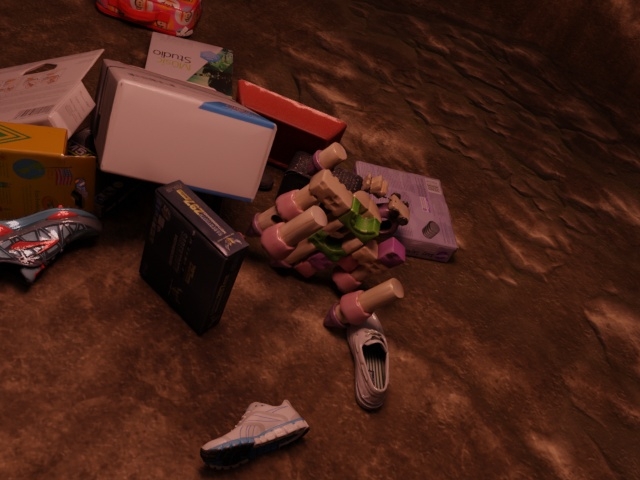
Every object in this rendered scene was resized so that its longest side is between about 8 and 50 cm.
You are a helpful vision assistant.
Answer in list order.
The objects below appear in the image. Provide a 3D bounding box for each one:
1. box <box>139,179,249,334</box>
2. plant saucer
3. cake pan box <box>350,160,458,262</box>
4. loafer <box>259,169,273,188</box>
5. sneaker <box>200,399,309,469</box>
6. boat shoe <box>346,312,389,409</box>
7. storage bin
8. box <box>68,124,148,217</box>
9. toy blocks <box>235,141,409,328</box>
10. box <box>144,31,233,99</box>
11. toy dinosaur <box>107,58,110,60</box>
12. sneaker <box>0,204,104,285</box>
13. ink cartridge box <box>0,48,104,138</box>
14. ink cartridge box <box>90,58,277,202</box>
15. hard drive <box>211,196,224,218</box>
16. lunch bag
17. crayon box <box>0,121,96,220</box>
[{"bbox_3d":[-0.236,0.035,1.015,0.183,0.232,0.059,42,45,15],"label":"box"},{"bbox_3d":[-0.091,-0.244,1.341,0.259,0.258,0.047,22,67,-4],"label":"plant saucer"},{"bbox_3d":[0.204,-0.080,1.430,0.246,0.070,0.266,11,46,-17],"label":"cake pan box"},{"bbox_3d":[-0.184,-0.184,1.361,0.170,0.061,0.062,30,44,4],"label":"loafer"},{"bbox_3d":[-0.117,0.314,0.935,0.191,0.071,0.083,-5,45,-38],"label":"sneaker"},{"bbox_3d":[0.105,0.214,1.107,0.083,0.075,0.226,8,47,-17],"label":"boat shoe"},{"bbox_3d":[-0.002,-0.115,1.333,0.180,0.122,0.084,22,45,-3],"label":"storage bin"},{"bbox_3d":[-0.485,-0.153,1.215,0.191,0.045,0.184,30,46,5],"label":"box"},{"bbox_3d":[0.000,0.000,1.169,0.288,0.260,0.309,42,37,-24],"label":"toy blocks"},{"bbox_3d":[-0.356,-0.437,1.525,0.232,0.058,0.322,8,48,-17],"label":"box"},{"bbox_3d":[-0.531,-0.427,1.468,0.090,0.047,0.082,36,23,-39],"label":"toy dinosaur"},{"bbox_3d":[-0.521,0.022,1.021,0.262,0.104,0.125,-16,74,-29],"label":"sneaker"},{"bbox_3d":[-0.605,-0.282,1.164,0.296,0.066,0.261,-5,44,16],"label":"ink cartridge box"},{"bbox_3d":[-0.299,-0.234,1.147,0.286,0.166,0.395,11,17,-28],"label":"ink cartridge box"},{"bbox_3d":[-0.224,-0.020,1.169,0.022,0.094,0.135,11,46,-13],"label":"hard drive"},{"bbox_3d":[-0.505,-0.723,1.679,0.293,0.120,0.258,17,46,-9],"label":"lunch bag"},{"bbox_3d":[-0.581,-0.117,1.031,0.319,0.202,0.081,4,48,-22],"label":"crayon box"}]
